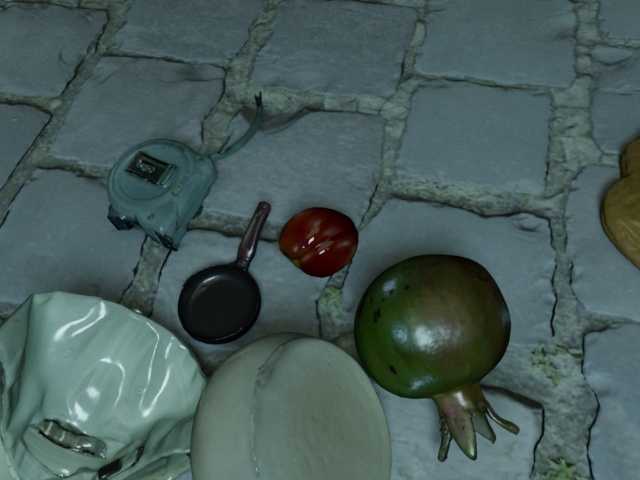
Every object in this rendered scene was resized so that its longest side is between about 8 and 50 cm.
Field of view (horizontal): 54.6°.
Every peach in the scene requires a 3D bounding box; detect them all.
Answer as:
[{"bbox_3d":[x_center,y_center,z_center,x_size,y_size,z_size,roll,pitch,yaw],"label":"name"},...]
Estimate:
[{"bbox_3d":[0.000,-0.002,0.831,0.100,0.101,0.101,-3,58,5],"label":"peach"}]

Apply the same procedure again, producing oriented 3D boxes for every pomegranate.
[{"bbox_3d":[0.137,0.127,0.697,0.181,0.181,0.224,-21,75,-6],"label":"pomegranate"}]

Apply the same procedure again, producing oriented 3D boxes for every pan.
[{"bbox_3d":[-0.116,0.042,0.845,0.115,0.040,0.212,17,69,17],"label":"pan"}]

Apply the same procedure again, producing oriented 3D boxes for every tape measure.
[{"bbox_3d":[-0.201,-0.146,0.948,0.164,0.084,0.330,19,64,12],"label":"tape measure"}]

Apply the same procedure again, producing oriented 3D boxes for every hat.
[{"bbox_3d":[-0.284,0.225,0.702,0.258,0.168,0.301,34,89,-16],"label":"hat"}]

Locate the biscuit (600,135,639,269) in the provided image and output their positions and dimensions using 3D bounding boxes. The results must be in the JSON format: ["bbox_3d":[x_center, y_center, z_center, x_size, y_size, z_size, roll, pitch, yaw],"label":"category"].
[{"bbox_3d":[0.558,-0.075,0.839,0.376,0.051,0.269,-30,61,-12],"label":"biscuit"}]

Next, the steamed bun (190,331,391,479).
[{"bbox_3d":[-0.040,0.216,0.644,0.145,0.232,0.232,-24,49,37],"label":"steamed bun"}]
